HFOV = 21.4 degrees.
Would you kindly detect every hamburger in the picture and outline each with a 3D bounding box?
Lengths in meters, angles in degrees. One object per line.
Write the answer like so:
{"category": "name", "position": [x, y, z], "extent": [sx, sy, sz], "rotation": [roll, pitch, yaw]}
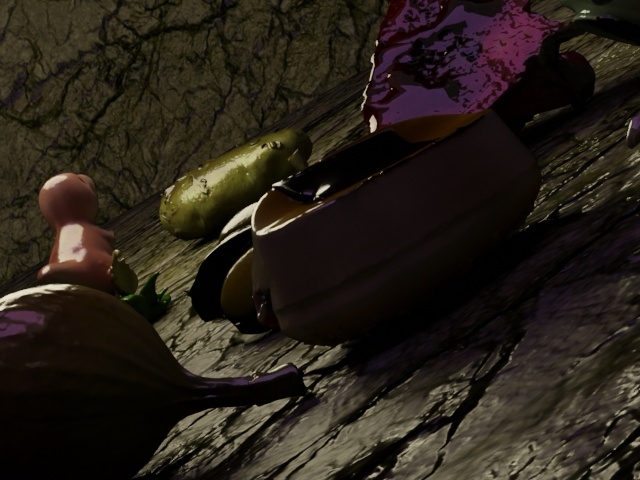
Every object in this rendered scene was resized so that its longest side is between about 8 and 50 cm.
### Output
{"category": "hamburger", "position": [0.050, -0.009, 1.132], "extent": [0.210, 0.116, 0.173], "rotation": [-30, 15, -26]}

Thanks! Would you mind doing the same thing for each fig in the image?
{"category": "fig", "position": [-0.135, 0.084, 1.095], "extent": [0.231, 0.143, 0.160], "rotation": [-30, -28, 13]}

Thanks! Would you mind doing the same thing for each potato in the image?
{"category": "potato", "position": [-0.106, -0.073, 2.123], "extent": [0.225, 0.090, 0.117], "rotation": [-29, 8, 20]}

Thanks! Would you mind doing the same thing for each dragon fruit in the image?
{"category": "dragon fruit", "position": [0.146, -0.133, 1.520], "extent": [0.212, 0.134, 0.262], "rotation": [-8, 48, 27]}

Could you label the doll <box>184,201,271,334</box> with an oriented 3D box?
{"category": "doll", "position": [-0.001, -0.003, 1.344], "extent": [0.249, 0.088, 0.127], "rotation": [-24, 10, 20]}

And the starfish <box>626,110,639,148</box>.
{"category": "starfish", "position": [0.303, -0.143, 0.994], "extent": [0.293, 0.084, 0.301], "rotation": [-48, 0, -4]}

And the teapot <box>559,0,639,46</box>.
{"category": "teapot", "position": [0.277, -0.227, 1.412], "extent": [0.193, 0.129, 0.294], "rotation": [15, 0, 21]}

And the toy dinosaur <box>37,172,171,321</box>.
{"category": "toy dinosaur", "position": [-0.243, 0.018, 1.770], "extent": [0.152, 0.177, 0.194], "rotation": [-27, 11, 33]}
